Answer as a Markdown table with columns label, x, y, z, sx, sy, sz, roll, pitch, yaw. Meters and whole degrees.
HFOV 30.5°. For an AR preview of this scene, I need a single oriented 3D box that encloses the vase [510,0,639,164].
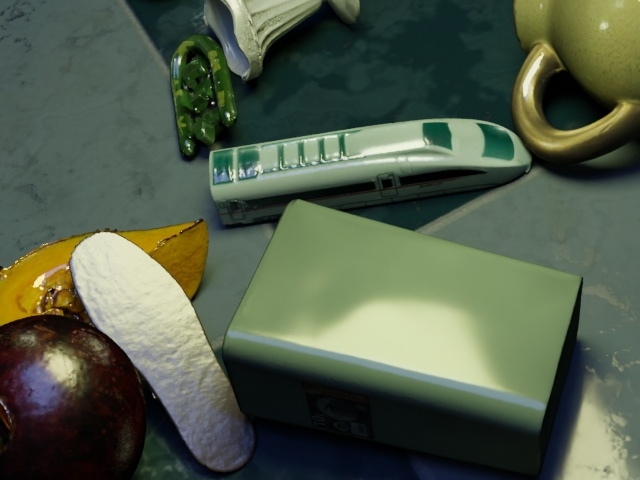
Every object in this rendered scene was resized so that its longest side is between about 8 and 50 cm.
| label | x | y | z | sx | sy | sz | roll | pitch | yaw |
| --- | --- | --- | --- | --- | --- | --- | --- | --- | --- |
| vase | 0.359 | -0.245 | 1.466 | 0.302 | 0.241 | 0.329 | 29 | 87 | 42 |

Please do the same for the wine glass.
| label | x | y | z | sx | sy | sz | roll | pitch | yaw |
| --- | --- | --- | --- | --- | --- | --- | --- | --- | --- |
| wine glass | -0.056 | -0.329 | 1.651 | 0.196 | 0.165 | 0.165 | -22 | 52 | -11 |

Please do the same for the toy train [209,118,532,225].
| label | x | y | z | sx | sy | sz | roll | pitch | yaw |
| --- | --- | --- | --- | --- | --- | --- | --- | --- | --- |
| toy train | 0.063 | -0.101 | 1.492 | 0.407 | 0.088 | 0.086 | -8 | 52 | 6 |

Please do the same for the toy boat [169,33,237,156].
| label | x | y | z | sx | sy | sz | roll | pitch | yaw |
| --- | --- | --- | --- | --- | --- | --- | --- | --- | --- |
| toy boat | -0.168 | -0.207 | 1.640 | 0.104 | 0.052 | 0.210 | -34 | 48 | 25 |

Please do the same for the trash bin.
| label | x | y | z | sx | sy | sz | roll | pitch | yaw |
| --- | --- | --- | --- | --- | --- | --- | --- | --- | --- |
| trash bin | 0.095 | 0.106 | 1.278 | 0.343 | 0.158 | 0.223 | 12 | 54 | 19 |

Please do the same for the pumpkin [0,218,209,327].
| label | x | y | z | sx | sy | sz | roll | pitch | yaw |
| --- | --- | --- | --- | --- | --- | --- | --- | --- | --- |
| pumpkin | -0.279 | 0.053 | 1.465 | 0.278 | 0.111 | 0.163 | -32 | 37 | -18 |

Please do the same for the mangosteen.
| label | x | y | z | sx | sy | sz | roll | pitch | yaw |
| --- | --- | --- | --- | --- | --- | --- | --- | --- | --- |
| mangosteen | -0.318 | 0.195 | 1.249 | 0.235 | 0.261 | 0.236 | -1 | 89 | 24 |

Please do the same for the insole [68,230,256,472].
| label | x | y | z | sx | sy | sz | roll | pitch | yaw |
| --- | --- | --- | --- | --- | --- | --- | --- | --- | --- |
| insole | -0.179 | 0.123 | 1.351 | 0.111 | 0.007 | 0.328 | -31 | 78 | -17 |
